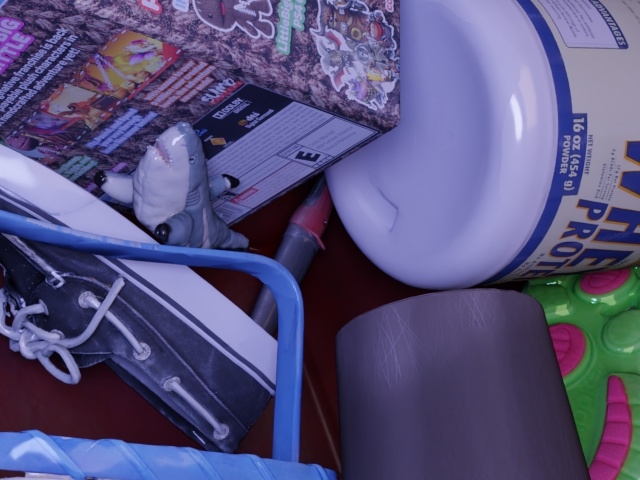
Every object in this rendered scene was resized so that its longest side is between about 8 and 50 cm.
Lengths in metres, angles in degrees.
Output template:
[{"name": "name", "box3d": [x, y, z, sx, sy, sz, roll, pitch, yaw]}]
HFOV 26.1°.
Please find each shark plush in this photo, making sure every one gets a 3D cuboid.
[{"name": "shark plush", "box3d": [-0.076, -0.019, 0.918, 0.067, 0.073, 0.161, -50, 140, -4]}]

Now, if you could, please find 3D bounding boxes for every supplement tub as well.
[{"name": "supplement tub", "box3d": [0.189, -0.089, 1.072, 0.324, 0.235, 0.235, -5, 76, -35]}]

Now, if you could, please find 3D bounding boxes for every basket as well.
[{"name": "basket", "box3d": [0.084, 0.154, 0.784, 0.204, 0.154, 0.227, 26, 50, -56]}, {"name": "basket", "box3d": [-0.111, 0.133, 0.785, 0.254, 0.201, 0.289, 9, 65, -34]}]

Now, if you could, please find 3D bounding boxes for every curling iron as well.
[{"name": "curling iron", "box3d": [0.000, 0.000, 1.079, 0.068, 0.035, 0.274, 44, 52, -15]}]

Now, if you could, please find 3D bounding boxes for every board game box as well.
[{"name": "board game box", "box3d": [-0.129, -0.134, 0.905, 0.291, 0.232, 0.141, 17, 62, -32]}]

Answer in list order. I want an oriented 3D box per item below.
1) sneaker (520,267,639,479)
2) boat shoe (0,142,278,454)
[{"name": "sneaker", "box3d": [0.232, 0.144, 1.138, 0.483, 0.185, 0.202, -45, 141, -48]}, {"name": "boat shoe", "box3d": [-0.154, 0.040, 0.902, 0.306, 0.113, 0.105, 41, 74, -33]}]
